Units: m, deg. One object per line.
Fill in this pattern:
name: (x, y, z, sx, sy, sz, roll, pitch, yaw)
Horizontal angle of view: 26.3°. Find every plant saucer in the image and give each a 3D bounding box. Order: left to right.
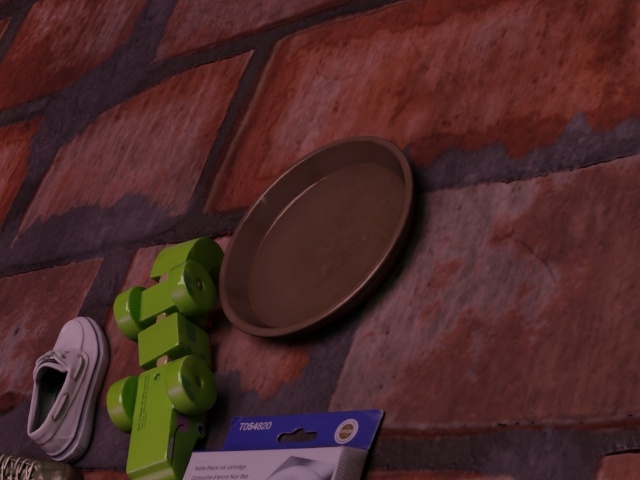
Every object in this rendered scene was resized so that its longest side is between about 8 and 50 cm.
plant saucer: (0.000, 0.000, 1.575, 0.278, 0.041, 0.277, -28, 38, 25)

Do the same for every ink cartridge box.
ink cartridge box: (-0.060, 0.262, 1.377, 0.223, 0.045, 0.224, -11, 48, 41)

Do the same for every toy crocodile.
toy crocodile: (-0.167, 0.135, 1.581, 0.115, 0.105, 0.340, -26, 45, 27)

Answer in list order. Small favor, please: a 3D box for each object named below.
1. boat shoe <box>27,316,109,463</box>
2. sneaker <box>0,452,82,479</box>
boat shoe: (-0.319, 0.169, 1.712, 0.083, 0.076, 0.226, -32, 38, 20)
sneaker: (-0.382, 0.289, 1.653, 0.192, 0.086, 0.064, -14, 47, 38)
